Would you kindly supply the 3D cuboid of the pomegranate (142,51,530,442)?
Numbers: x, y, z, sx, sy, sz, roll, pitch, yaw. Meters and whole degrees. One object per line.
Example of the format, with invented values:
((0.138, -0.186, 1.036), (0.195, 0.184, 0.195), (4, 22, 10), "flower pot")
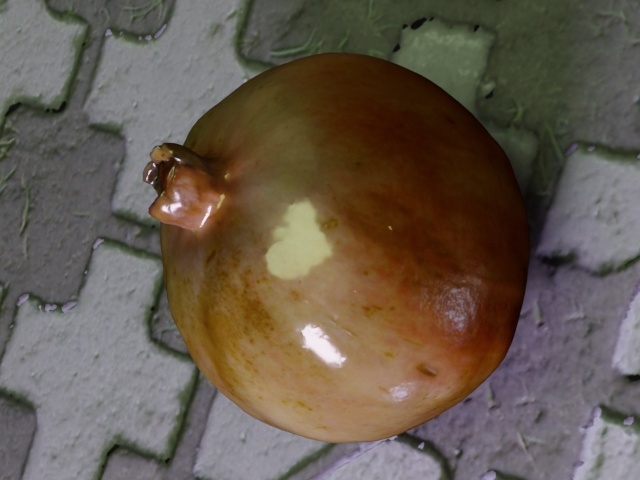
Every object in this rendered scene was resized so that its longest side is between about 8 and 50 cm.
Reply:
((0.000, 0.000, 1.210), (0.229, 0.270, 0.252), (-30, 56, 37), "pomegranate")
